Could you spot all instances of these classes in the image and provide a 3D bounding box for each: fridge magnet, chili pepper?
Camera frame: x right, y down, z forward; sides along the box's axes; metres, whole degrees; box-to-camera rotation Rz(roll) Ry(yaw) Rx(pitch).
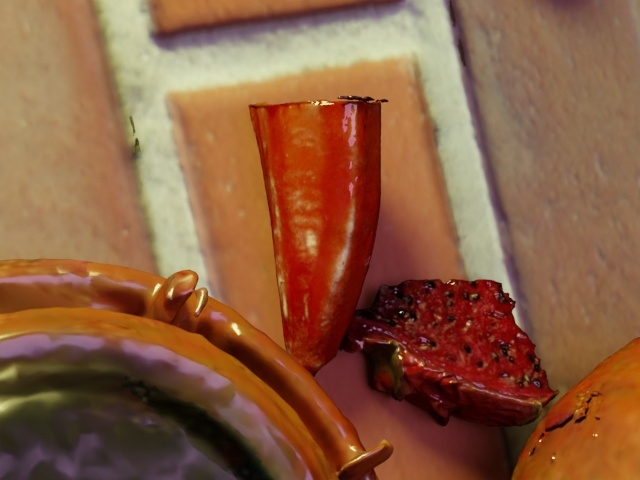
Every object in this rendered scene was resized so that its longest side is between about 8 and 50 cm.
[{"bbox_3d":[-0.124,0.177,0.742,0.363,0.155,0.364,6,69,-16],"label":"fridge magnet"},{"bbox_3d":[-0.005,0.000,0.917,0.065,0.088,0.169,-2,95,-46],"label":"chili pepper"}]

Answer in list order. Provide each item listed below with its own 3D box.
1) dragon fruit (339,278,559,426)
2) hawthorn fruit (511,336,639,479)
[{"bbox_3d":[0.069,0.080,0.968,0.131,0.063,0.097,0,55,-26],"label":"dragon fruit"},{"bbox_3d":[0.277,0.191,0.920,0.276,0.307,0.276,-5,98,-40],"label":"hawthorn fruit"}]
